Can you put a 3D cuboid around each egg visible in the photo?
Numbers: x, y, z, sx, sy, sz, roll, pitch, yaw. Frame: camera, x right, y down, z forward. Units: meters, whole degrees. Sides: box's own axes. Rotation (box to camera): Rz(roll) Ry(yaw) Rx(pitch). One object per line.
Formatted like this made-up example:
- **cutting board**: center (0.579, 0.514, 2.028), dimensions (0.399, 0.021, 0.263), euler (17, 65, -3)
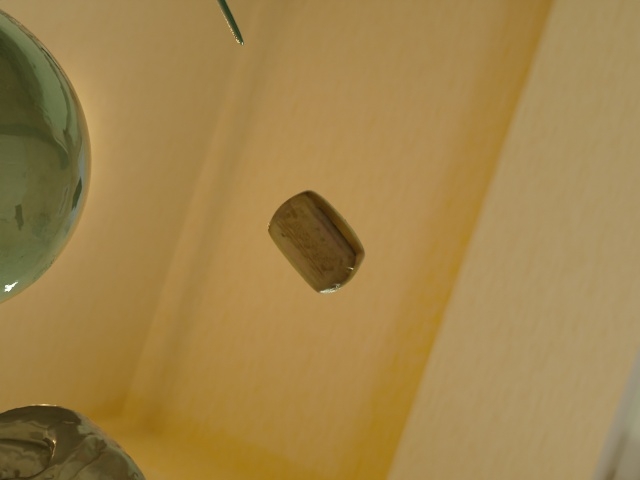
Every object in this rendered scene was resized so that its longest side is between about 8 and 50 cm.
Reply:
- **egg**: center (-0.342, -0.078, 1.128), dimensions (0.276, 0.276, 0.389), euler (16, -175, -32)

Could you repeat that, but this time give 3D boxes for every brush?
- **brush**: center (-0.156, -0.346, 1.800), dimensions (0.032, 0.193, 0.043), euler (-26, -173, -7)

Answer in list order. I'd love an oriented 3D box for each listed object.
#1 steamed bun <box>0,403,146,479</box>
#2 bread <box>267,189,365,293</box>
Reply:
- **steamed bun**: center (-0.196, 0.292, 0.821), dimensions (0.342, 0.368, 0.255), euler (8, 160, 31)
- **bread**: center (0.000, 0.000, 1.485), dimensions (0.115, 0.082, 0.056), euler (47, -157, 13)
